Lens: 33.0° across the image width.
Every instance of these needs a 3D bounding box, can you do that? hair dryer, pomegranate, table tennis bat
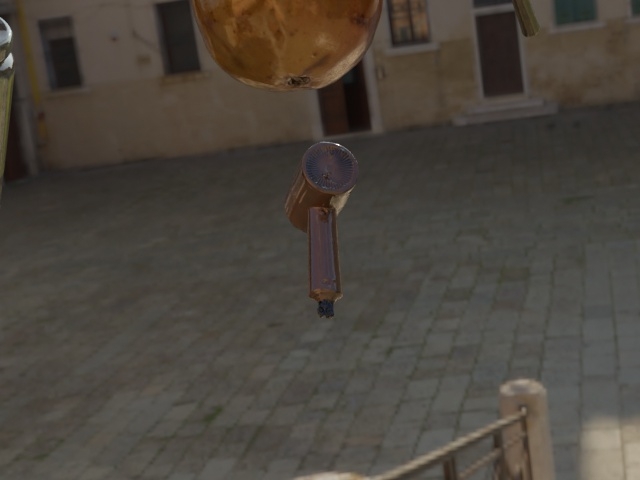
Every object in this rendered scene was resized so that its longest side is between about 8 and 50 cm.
[{"bbox_3d":[0.000,0.000,1.145,0.064,0.182,0.117,4,-26,-12],"label":"hair dryer"},{"bbox_3d":[-0.073,-0.497,2.121,0.410,0.410,0.410,-8,12,2],"label":"pomegranate"},{"bbox_3d":[0.204,-0.320,1.204,0.022,0.234,0.131,-16,48,17],"label":"table tennis bat"}]

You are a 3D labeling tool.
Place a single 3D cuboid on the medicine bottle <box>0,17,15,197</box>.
[{"bbox_3d":[-0.492,-0.140,1.429,0.151,0.322,0.151,12,33,-8],"label":"medicine bottle"}]
